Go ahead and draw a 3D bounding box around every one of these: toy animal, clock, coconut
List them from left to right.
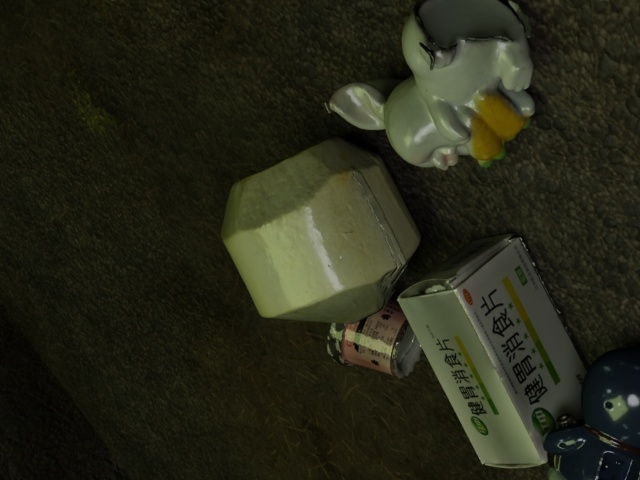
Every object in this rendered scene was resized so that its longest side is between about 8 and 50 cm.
[{"bbox_3d":[0.000,0.000,2.044,0.323,0.323,0.323,28,135,31],"label":"coconut"},{"bbox_3d":[0.165,-0.215,1.796,0.247,0.183,0.310,48,148,17],"label":"toy animal"},{"bbox_3d":[0.442,0.275,1.840,0.200,0.146,0.243,18,99,-10],"label":"clock"}]

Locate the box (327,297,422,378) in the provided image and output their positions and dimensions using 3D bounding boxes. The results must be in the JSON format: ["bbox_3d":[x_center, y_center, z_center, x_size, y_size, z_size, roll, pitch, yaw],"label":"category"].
[{"bbox_3d":[0.105,0.160,2.173,0.135,0.151,0.151,19,131,28],"label":"box"}]

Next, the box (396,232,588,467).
[{"bbox_3d":[0.279,0.169,1.960,0.145,0.173,0.333,-16,105,51],"label":"box"}]
